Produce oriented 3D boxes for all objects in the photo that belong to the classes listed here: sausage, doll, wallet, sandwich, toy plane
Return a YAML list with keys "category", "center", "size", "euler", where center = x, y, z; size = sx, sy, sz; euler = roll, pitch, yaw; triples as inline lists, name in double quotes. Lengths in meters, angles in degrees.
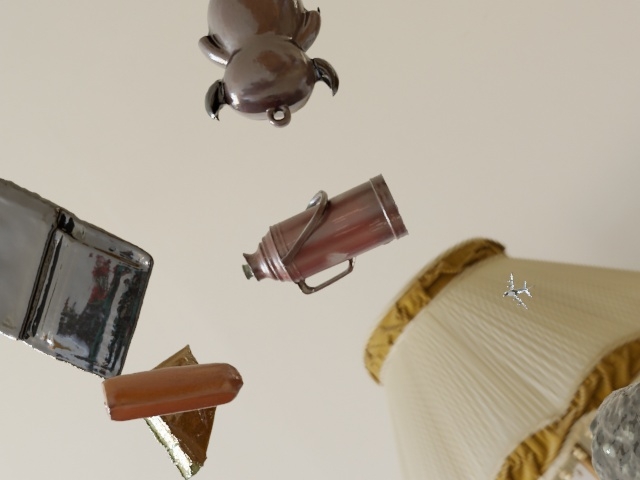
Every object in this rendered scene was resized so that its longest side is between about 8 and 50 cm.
- category: "sausage"
  center: [-0.138, 0.141, 0.744]
  size: [0.131, 0.039, 0.041]
  euler: [-4, -51, -20]
- category: "doll"
  center: [-0.081, -0.264, 1.062]
  size: [0.182, 0.257, 0.117]
  euler: [-15, -12, -1]
- category: "wallet"
  center: [-0.432, 0.061, 1.264]
  size: [0.041, 0.323, 0.247]
  euler: [-46, -22, -75]
- category: "sandwich"
  center: [-0.288, 0.372, 1.774]
  size: [0.063, 0.245, 0.212]
  euler: [-38, -3, 41]
- category: "toy plane"
  center: [0.383, 0.100, 1.545]
  size: [0.024, 0.078, 0.084]
  euler: [-23, -1, -32]

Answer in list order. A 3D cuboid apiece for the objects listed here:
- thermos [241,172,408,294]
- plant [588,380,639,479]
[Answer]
- category: "thermos"
  center: [0.000, 0.002, 1.095]
  size: [0.232, 0.124, 0.099]
  euler: [-26, 14, 4]
- category: "plant"
  center: [0.563, 0.303, 1.166]
  size: [0.213, 0.215, 0.312]
  euler: [3, -11, -11]
